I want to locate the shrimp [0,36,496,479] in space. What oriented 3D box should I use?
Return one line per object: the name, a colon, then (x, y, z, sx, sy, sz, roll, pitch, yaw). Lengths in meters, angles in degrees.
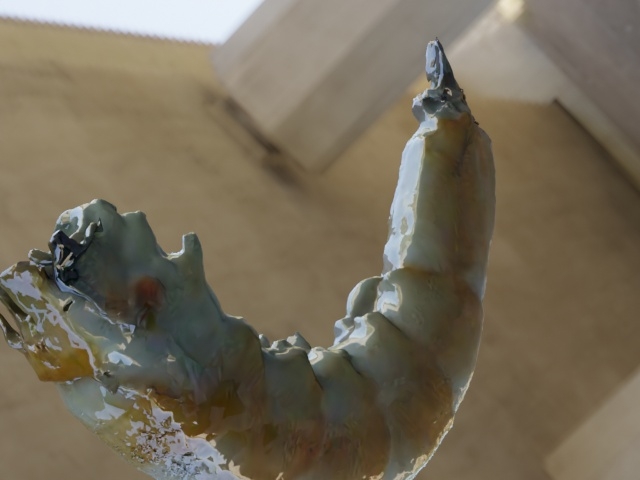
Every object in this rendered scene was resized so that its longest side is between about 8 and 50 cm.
shrimp: (0.000, 0.034, 0.780, 0.068, 0.287, 0.185, -7, 107, 55)
